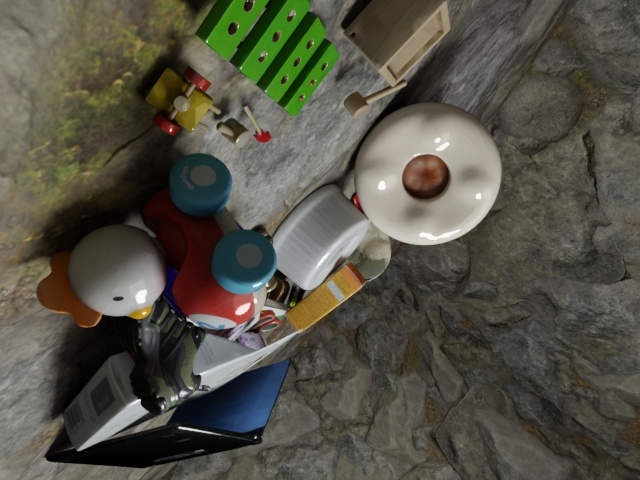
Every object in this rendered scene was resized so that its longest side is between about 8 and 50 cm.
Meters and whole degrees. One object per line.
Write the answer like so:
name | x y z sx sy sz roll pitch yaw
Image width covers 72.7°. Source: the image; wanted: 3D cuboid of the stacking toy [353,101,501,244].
stacking toy | 0.287 -0.213 1.246 0.350 0.351 0.480 -53 -177 19

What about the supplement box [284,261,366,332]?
supplement box | 0.013 0.161 1.223 0.233 0.080 0.078 -41 175 14

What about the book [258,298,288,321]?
book | -0.176 0.202 1.233 0.096 0.035 0.144 -40 142 23

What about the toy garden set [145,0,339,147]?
toy garden set | -0.086 -0.201 0.524 0.203 0.049 0.244 -52 166 9

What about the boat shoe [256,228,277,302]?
boat shoe | -0.136 0.074 1.016 0.095 0.095 0.257 -39 164 -31

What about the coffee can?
coffee can | 0.133 0.035 1.447 0.201 0.202 0.275 -49 171 4

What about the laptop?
laptop | -0.331 0.399 1.062 0.382 0.236 0.408 -22 143 22

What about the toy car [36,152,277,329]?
toy car | -0.211 0.045 0.546 0.238 0.210 0.219 -25 168 -28

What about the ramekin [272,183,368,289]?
ramekin | 0.000 0.000 1.140 0.277 0.135 0.277 -44 165 -15

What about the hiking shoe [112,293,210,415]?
hiking shoe | -0.240 0.138 0.667 0.086 0.226 0.114 -14 177 38

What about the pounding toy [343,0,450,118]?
pounding toy | 0.100 -0.306 0.712 0.206 0.094 0.181 -43 173 20

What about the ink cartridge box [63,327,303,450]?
ink cartridge box | -0.265 0.259 0.871 0.385 0.091 0.308 -13 157 -48

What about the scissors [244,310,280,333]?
scissors | -0.250 0.280 1.266 0.297 0.021 0.109 -26 149 11

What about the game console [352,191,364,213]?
game console | 0.133 -0.138 1.414 0.144 0.085 0.124 -41 133 -28

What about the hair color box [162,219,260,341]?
hair color box | -0.216 0.125 0.892 0.185 0.110 0.338 -38 162 -29

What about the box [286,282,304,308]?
box | -0.045 0.101 1.340 0.184 0.045 0.190 114 0 -57

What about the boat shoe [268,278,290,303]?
boat shoe | -0.148 0.189 1.315 0.073 0.073 0.207 15 130 -37

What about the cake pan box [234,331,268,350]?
cake pan box | -0.283 0.321 1.151 0.246 0.070 0.267 -28 165 0
